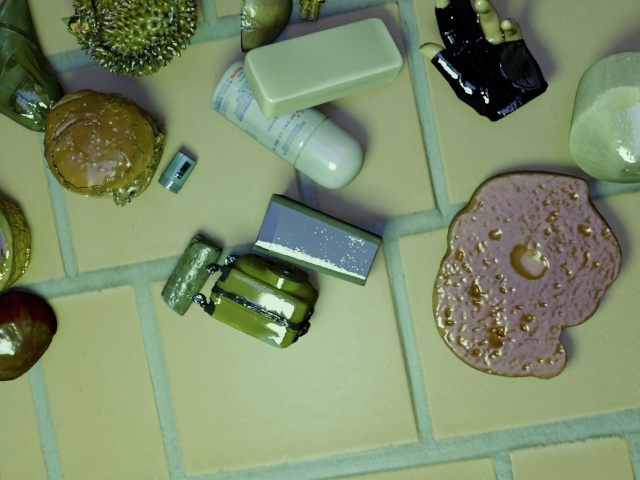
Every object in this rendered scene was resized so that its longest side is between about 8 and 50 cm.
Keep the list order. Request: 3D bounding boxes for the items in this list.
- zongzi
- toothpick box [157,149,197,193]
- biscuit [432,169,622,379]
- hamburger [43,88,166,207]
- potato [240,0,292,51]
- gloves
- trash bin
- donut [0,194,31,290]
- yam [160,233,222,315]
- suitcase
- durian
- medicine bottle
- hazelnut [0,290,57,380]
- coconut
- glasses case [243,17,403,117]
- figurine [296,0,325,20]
[{"bbox_3d":[-0.631,-0.397,1.647,0.251,0.125,0.274,32,89,5],"label":"zongzi"},{"bbox_3d":[-0.314,-0.150,1.653,0.052,0.052,0.083,34,94,4],"label":"toothpick box"},{"bbox_3d":[0.418,0.063,1.573,0.350,0.078,0.455,29,95,1],"label":"biscuit"},{"bbox_3d":[-0.446,-0.192,1.594,0.245,0.211,0.260,-21,85,1],"label":"hamburger"},{"bbox_3d":[-0.108,-0.531,1.591,0.100,0.120,0.261,7,93,-1],"label":"potato"},{"bbox_3d":[0.319,-0.381,1.526,0.197,0.152,0.301,-33,113,0],"label":"gloves"},{"bbox_3d":[0.000,0.000,1.575,0.241,0.164,0.122,21,94,2],"label":"trash bin"},{"bbox_3d":[-0.807,0.010,1.662,0.330,0.160,0.329,1,98,5],"label":"donut"},{"bbox_3d":[-0.286,0.075,1.647,0.078,0.078,0.179,33,98,4],"label":"yam"},{"bbox_3d":[-0.120,0.114,1.569,0.235,0.194,0.143,25,97,6],"label":"suitcase"},{"bbox_3d":[-0.385,-0.470,1.569,0.293,0.258,0.258,-44,87,15],"label":"durian"},{"bbox_3d":[-0.060,-0.236,1.585,0.341,0.130,0.130,35,95,5],"label":"medicine bottle"},{"bbox_3d":[-0.682,0.208,1.664,0.202,0.161,0.170,-43,102,-31],"label":"hazelnut"},{"bbox_3d":[0.600,-0.222,1.440,0.238,0.237,0.265,20,55,5],"label":"coconut"},{"bbox_3d":[0.007,-0.355,1.536,0.313,0.070,0.131,-20,74,-18],"label":"glasses case"},{"bbox_3d":[-0.010,-0.546,1.607,0.102,0.068,0.143,-11,103,10],"label":"figurine"}]
